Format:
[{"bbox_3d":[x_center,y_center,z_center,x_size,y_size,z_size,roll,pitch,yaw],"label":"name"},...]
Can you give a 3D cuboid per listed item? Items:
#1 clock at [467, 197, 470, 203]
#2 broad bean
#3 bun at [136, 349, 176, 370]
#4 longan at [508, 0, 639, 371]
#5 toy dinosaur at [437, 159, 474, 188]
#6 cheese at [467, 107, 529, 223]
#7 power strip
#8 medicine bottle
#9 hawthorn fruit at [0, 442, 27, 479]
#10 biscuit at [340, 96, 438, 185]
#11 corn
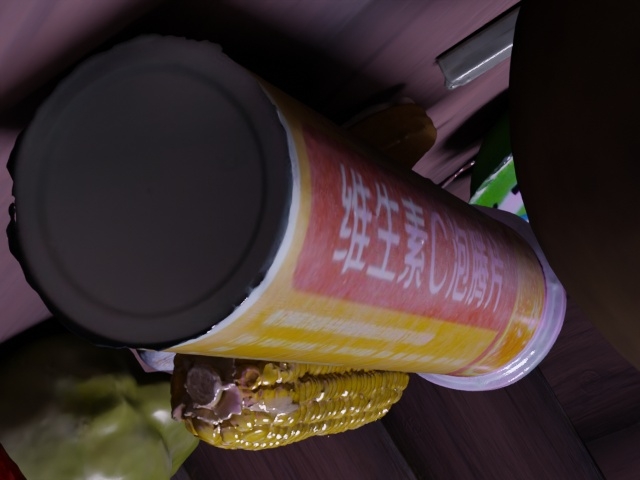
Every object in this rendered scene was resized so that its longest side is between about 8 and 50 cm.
[{"bbox_3d":[0.222,-0.089,1.161,0.237,0.057,0.237,-28,173,-4],"label":"clock"},{"bbox_3d":[-0.204,0.161,0.816,0.291,0.119,0.238,-40,155,24],"label":"broad bean"},{"bbox_3d":[-0.086,0.053,0.880,0.083,0.045,0.083,-21,164,-7],"label":"bun"},{"bbox_3d":[0.222,-0.060,0.457,0.319,0.319,0.319,-30,173,-4],"label":"longan"},{"bbox_3d":[-0.002,-0.009,0.883,0.220,0.032,0.108,-20,178,10],"label":"toy dinosaur"},{"bbox_3d":[0.203,-0.092,0.926,0.204,0.083,0.320,-20,160,-36],"label":"cheese"},{"bbox_3d":[0.095,-0.102,0.671,0.083,0.017,0.027,-32,174,18],"label":"power strip"},{"bbox_3d":[0.018,0.013,0.582,0.108,0.108,0.426,-32,165,14],"label":"medicine bottle"},{"bbox_3d":[-0.228,0.159,0.455,0.266,0.210,0.230,-17,-178,13],"label":"hawthorn fruit"},{"bbox_3d":[-0.001,-0.001,0.775,0.158,0.035,0.240,-26,162,-7],"label":"biscuit"},{"bbox_3d":[-0.014,0.078,0.783,0.080,0.080,0.238,-33,164,18],"label":"corn"}]
